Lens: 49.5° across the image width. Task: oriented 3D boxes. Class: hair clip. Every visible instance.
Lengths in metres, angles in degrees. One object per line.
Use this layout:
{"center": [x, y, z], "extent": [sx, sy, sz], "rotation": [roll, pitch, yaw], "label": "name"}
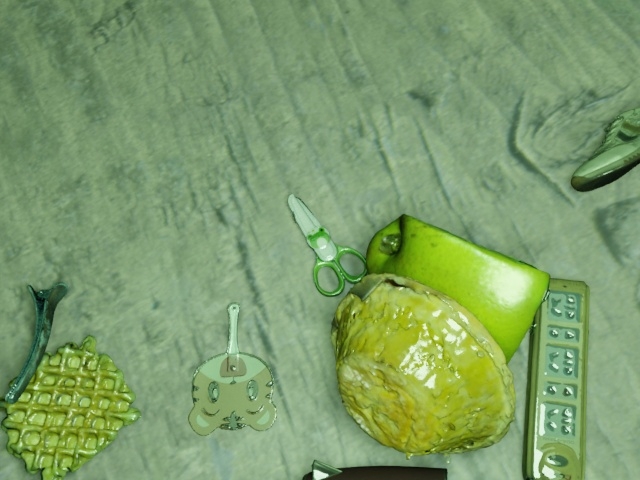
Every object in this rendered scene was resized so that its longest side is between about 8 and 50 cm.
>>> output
{"center": [-0.488, 0.169, 1.184], "extent": [0.070, 0.039, 0.229], "rotation": [-4, 50, 2], "label": "hair clip"}

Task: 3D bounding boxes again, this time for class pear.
{"center": [0.199, 0.073, 1.108], "extent": [0.282, 0.286, 0.176], "rotation": [25, 95, 10], "label": "pear"}

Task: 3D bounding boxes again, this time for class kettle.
{"center": [0.078, 0.438, 1.071], "extent": [0.232, 0.144, 0.201], "rotation": [1, 103, 10], "label": "kettle"}

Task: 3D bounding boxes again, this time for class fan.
{"center": [-0.153, 0.219, 1.204], "extent": [0.153, 0.008, 0.226], "rotation": [-3, 73, 3], "label": "fan"}

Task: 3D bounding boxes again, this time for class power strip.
{"center": [0.387, 0.248, 1.137], "extent": [0.092, 0.066, 0.387], "rotation": [6, 73, 8], "label": "power strip"}

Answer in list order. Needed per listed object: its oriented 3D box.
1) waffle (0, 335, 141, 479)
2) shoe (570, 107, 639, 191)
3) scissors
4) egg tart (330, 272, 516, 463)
{"center": [-0.433, 0.283, 1.176], "extent": [0.223, 0.054, 0.204], "rotation": [-38, 74, -11], "label": "waffle"}
{"center": [0.554, -0.181, 1.248], "extent": [0.275, 0.103, 0.098], "rotation": [-32, 72, -13], "label": "shoe"}
{"center": [0.000, 0.000, 1.256], "extent": [0.101, 0.027, 0.204], "rotation": [-30, 75, -7], "label": "scissors"}
{"center": [0.126, 0.206, 1.027], "extent": [0.341, 0.341, 0.132], "rotation": [40, 51, 14], "label": "egg tart"}
